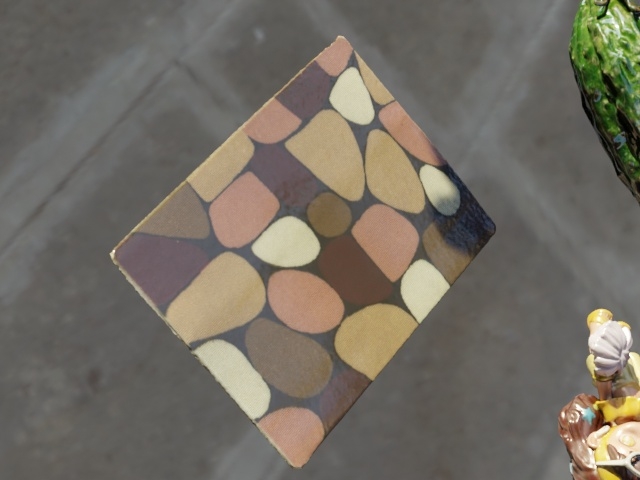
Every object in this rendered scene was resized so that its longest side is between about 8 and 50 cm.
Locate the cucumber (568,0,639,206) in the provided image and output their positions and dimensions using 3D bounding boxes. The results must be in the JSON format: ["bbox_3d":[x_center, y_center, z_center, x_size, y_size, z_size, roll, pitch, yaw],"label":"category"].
[{"bbox_3d":[0.214,-0.022,0.996,0.265,0.077,0.077,53,43,-6],"label":"cucumber"}]

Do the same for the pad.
[{"bbox_3d":[0.000,0.000,1.031,0.158,0.003,0.235,50,51,-8],"label":"pad"}]

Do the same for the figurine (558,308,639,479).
[{"bbox_3d":[0.322,0.180,1.919,0.175,0.116,0.240,28,53,-28],"label":"figurine"}]
